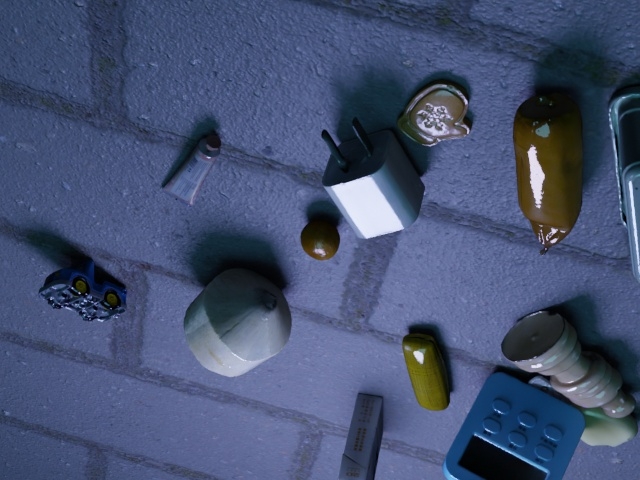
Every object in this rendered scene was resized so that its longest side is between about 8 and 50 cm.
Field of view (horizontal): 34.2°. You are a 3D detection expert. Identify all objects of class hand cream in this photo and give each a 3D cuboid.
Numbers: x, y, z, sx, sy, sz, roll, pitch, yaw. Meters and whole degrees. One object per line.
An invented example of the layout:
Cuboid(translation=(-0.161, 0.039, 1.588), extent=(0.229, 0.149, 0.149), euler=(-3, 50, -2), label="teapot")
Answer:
Cuboid(translation=(-0.237, -0.129, 1.963), extent=(0.067, 0.043, 0.210), euler=(30, 141, -11), label="hand cream")

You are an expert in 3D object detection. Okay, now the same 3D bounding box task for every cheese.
Cuboid(translation=(0.545, 0.358, 2.212), extent=(0.255, 0.050, 0.127), euler=(32, 137, -13), label="cheese")

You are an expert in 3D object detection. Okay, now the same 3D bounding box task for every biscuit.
Cuboid(translation=(0.201, -0.207, 1.753), extent=(0.118, 0.023, 0.140), euler=(25, 136, -8), label="biscuit")

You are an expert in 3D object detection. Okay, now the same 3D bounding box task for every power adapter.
Cuboid(translation=(0.077, -0.123, 1.804), extent=(0.130, 0.125, 0.205), euler=(-13, 128, 29), label="power adapter")

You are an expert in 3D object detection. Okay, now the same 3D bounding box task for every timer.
Cuboid(translation=(0.399, 0.425, 2.146), extent=(0.231, 0.250, 0.091), euler=(25, 149, 14), label="timer")

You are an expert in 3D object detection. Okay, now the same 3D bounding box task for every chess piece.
Cuboid(translation=(0.516, 0.270, 2.094), extent=(0.307, 0.124, 0.139), euler=(39, 102, -27), label="chess piece")

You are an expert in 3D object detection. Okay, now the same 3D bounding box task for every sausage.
Cuboid(translation=(0.383, -0.102, 1.746), extent=(0.112, 0.112, 0.328), euler=(2, 136, 16), label="sausage")

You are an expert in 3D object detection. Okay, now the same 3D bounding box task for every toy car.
Cuboid(translation=(-0.508, 0.105, 2.253), extent=(0.097, 0.100, 0.191), euler=(-25, 143, 35), label="toy car")

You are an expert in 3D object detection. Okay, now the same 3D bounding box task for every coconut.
Cuboid(translation=(-0.164, 0.164, 2.126), extent=(0.202, 0.202, 0.222), euler=(32, 137, -16), label="coconut")

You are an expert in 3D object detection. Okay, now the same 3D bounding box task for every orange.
Cuboid(translation=(0.000, 0.000, 1.992), extent=(0.085, 0.085, 0.085), euler=(9, 137, 9), label="orange")

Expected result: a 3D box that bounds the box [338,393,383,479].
Cuboid(translation=(0.093, 0.485, 2.346), extent=(0.067, 0.233, 0.149), euler=(5, 136, 12), label="box")

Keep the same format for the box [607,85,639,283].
Cuboid(translation=(0.556, -0.074, 1.663), extent=(0.175, 0.182, 0.312), euler=(-3, 134, 20), label="box")

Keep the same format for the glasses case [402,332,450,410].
Cuboid(translation=(0.229, 0.284, 2.224), extent=(0.079, 0.064, 0.234), euler=(4, 137, 24), label="glasses case")
